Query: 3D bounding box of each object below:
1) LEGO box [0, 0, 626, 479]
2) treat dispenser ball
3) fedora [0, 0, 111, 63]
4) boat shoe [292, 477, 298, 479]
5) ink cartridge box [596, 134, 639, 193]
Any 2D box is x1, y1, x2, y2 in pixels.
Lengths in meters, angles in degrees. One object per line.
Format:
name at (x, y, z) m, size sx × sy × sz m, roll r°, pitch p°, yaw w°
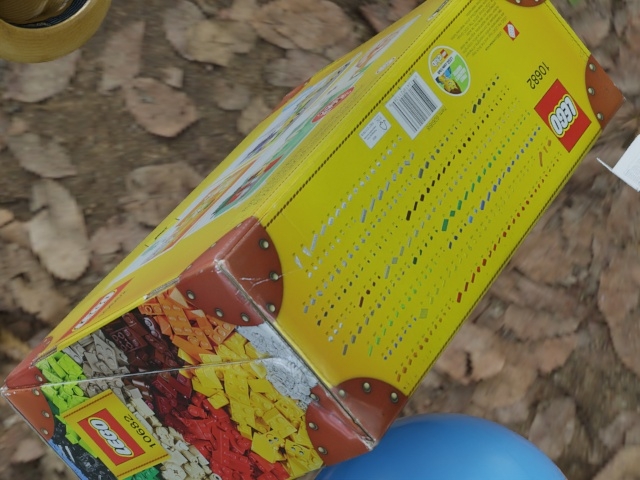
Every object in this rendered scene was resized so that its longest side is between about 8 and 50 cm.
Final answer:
LEGO box at (0.000, 0.000, 1.426) m, size 0.193 × 0.500 × 0.372 m, roll 49°, pitch 140°, yaw -10°
treat dispenser ball at (0.112, 0.304, 1.445) m, size 0.288 × 0.288 × 0.288 m, roll 1°, pitch 95°, yaw 11°
fedora at (-0.285, -0.263, 1.489) m, size 0.079 × 0.194 × 0.194 m, roll 17°, pitch 99°, yaw 46°
boat shoe at (-0.127, 0.250, 1.695) m, size 0.341 × 0.122 × 0.110 m, roll -35°, pitch 66°, yaw 25°
ink cartridge box at (0.202, -0.031, 0.896) m, size 0.028 × 0.048 × 0.083 m, roll -54°, pitch 39°, yaw 9°
